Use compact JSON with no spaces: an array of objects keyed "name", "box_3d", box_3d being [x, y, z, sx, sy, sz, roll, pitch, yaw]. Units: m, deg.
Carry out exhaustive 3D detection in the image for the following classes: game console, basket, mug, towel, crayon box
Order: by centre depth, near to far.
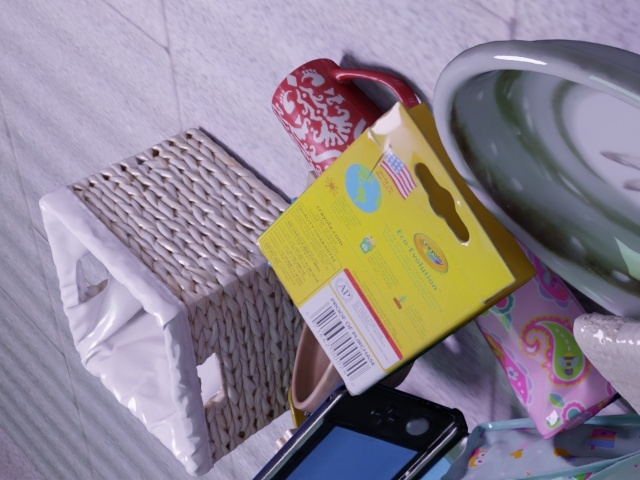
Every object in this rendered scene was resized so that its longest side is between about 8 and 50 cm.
[{"name":"towel","box_3d":[0.366,0.162,1.326,0.282,0.049,0.187,46,159,-21]},{"name":"crayon box","box_3d":[0.078,0.006,1.475,0.202,0.081,0.318,58,145,7]},{"name":"mug","box_3d":[0.041,-0.127,1.676,0.169,0.150,0.113,52,-169,26]},{"name":"game console","box_3d":[0.065,0.335,1.746,0.293,0.250,0.173,-50,36,27]},{"name":"basket","box_3d":[-0.180,0.076,2.082,0.331,0.266,0.328,38,148,37]}]

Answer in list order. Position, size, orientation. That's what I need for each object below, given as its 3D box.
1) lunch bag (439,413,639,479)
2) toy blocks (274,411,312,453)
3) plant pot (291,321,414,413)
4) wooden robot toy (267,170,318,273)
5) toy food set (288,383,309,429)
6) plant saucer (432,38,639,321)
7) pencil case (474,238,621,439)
[{"name":"lunch bag","box_3d":[0.287,0.300,1.558,0.262,0.160,0.223,-10,108,30]},{"name":"toy blocks","box_3d":[0.079,0.391,2.001,0.288,0.260,0.309,-46,66,23]},{"name":"plant pot","box_3d":[0.058,0.104,1.796,0.110,0.237,0.237,19,156,-10]},{"name":"wooden robot toy","box_3d":[0.000,0.000,1.868,0.079,0.076,0.173,48,127,40]},{"name":"toy food set","box_3d":[0.015,0.258,2.080,0.071,0.128,0.217,20,133,55]},{"name":"plant saucer","box_3d":[0.278,-0.044,1.208,0.400,0.100,0.400,34,164,11]},{"name":"pencil case","box_3d":[0.205,0.061,1.533,0.284,0.124,0.124,56,155,6]}]
